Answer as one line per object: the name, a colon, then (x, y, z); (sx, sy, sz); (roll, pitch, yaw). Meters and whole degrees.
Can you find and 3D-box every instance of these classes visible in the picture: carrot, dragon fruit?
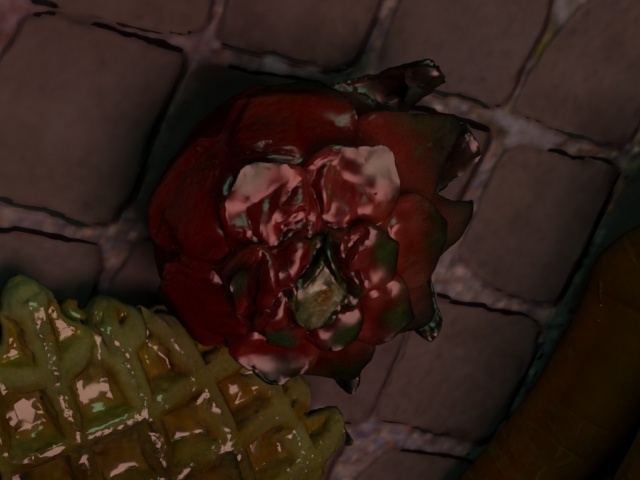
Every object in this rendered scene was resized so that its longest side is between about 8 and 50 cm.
carrot: (0.111, 0.099, 0.974); (0.271, 0.062, 0.066); (-57, 162, 15)
dragon fruit: (-0.003, -0.006, 0.803); (0.130, 0.121, 0.142); (-27, 164, 25)

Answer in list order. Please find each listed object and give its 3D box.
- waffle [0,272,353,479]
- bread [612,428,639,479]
waffle: (-0.097, 0.123, 0.862); (0.214, 0.054, 0.208); (23, 108, -32)
bread: (0.238, 0.172, 0.946); (0.361, 0.245, 0.233); (-61, 160, 16)
